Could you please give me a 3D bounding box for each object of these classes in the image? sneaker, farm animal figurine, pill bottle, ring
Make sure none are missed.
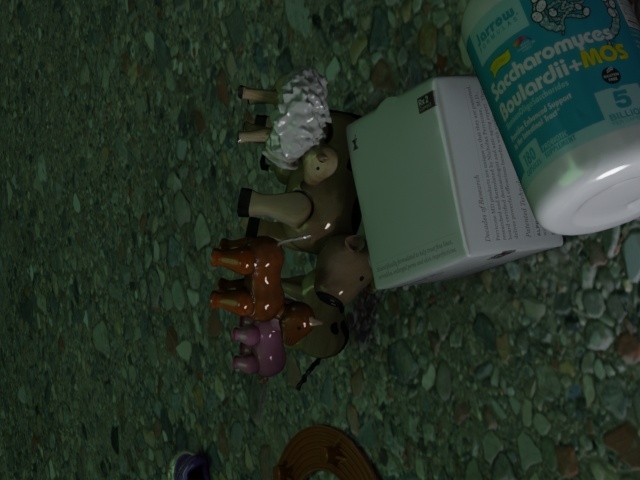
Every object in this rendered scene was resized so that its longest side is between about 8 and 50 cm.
[{"bbox_3d":[-0.200,0.409,2.117,0.071,0.068,0.170,7,101,54],"label":"sneaker"},{"bbox_3d":[0.000,0.000,1.537,0.330,0.172,0.327,53,-136,-78],"label":"farm animal figurine"},{"bbox_3d":[0.211,-0.148,1.190,0.146,0.146,0.264,-51,52,52],"label":"pill bottle"},{"bbox_3d":[0.002,0.406,1.764,0.336,0.032,0.337,0,90,61],"label":"ring"}]

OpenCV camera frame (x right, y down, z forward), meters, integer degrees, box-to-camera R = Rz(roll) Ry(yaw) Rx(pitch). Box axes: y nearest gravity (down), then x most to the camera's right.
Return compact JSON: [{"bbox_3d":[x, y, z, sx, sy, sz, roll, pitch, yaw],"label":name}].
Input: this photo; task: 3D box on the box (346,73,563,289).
[{"bbox_3d":[0.130,-0.058,1.382,0.181,0.119,0.182,-24,74,60],"label":"box"}]
